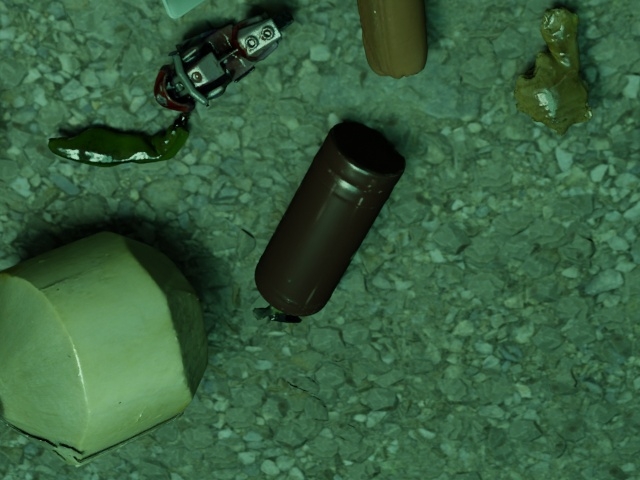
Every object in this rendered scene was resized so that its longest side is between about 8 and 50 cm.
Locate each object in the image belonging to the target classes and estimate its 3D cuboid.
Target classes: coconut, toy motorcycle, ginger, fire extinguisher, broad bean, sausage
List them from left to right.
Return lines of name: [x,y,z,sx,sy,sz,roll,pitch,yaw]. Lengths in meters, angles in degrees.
coconut: [-0.321,0.146,2.125,0.322,0.323,0.323,2,125,3]
broad bean: [-0.265,-0.128,2.098,0.195,0.046,0.061,-10,112,6]
toy motorcycle: [-0.132,-0.229,1.972,0.213,0.122,0.082,-29,104,21]
fire extinguisher: [0.000,0.000,2.130,0.135,0.114,0.337,-9,140,-45]
sausage: [0.081,-0.328,1.902,0.086,0.086,0.289,-4,123,8]
ginger: [0.289,-0.215,1.979,0.096,0.067,0.165,-7,111,10]

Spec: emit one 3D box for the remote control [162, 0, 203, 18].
remote control: [-0.205,-0.413,1.878,0.103,0.051,0.293,-37,123,-19]
